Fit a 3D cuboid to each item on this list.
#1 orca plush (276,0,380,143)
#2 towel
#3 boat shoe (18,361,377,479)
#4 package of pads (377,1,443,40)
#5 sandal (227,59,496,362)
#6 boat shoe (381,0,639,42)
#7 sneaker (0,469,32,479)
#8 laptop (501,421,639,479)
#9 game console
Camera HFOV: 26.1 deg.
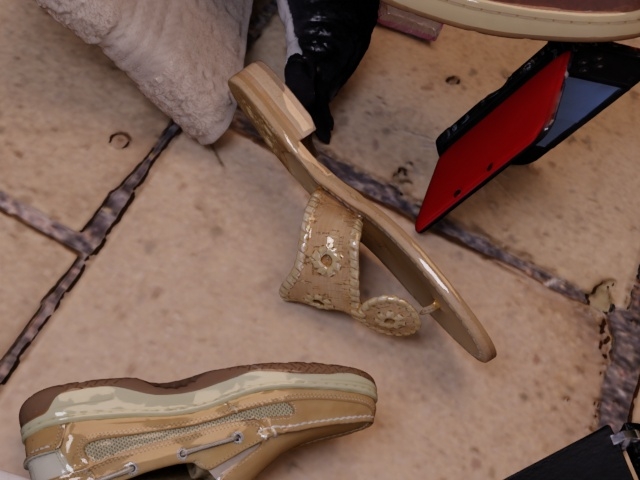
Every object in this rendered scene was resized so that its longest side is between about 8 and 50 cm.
[{"bbox_3d":[0.009,-0.215,0.977,0.151,0.102,0.287,42,35,-29],"label":"orca plush"},{"bbox_3d":[-0.121,-0.212,0.930,0.187,0.049,0.282,40,36,-32],"label":"towel"},{"bbox_3d":[-0.057,0.109,0.712,0.190,0.068,0.072,-5,63,-17],"label":"boat shoe"},{"bbox_3d":[0.074,-0.194,1.078,0.050,0.032,0.083,20,43,-9],"label":"package of pads"},{"bbox_3d":[0.000,0.002,0.839,0.079,0.088,0.240,-36,73,-8],"label":"sandal"},{"bbox_3d":[0.058,-0.223,0.864,0.342,0.123,0.123,22,30,12],"label":"boat shoe"},{"bbox_3d":[-0.089,0.195,0.576,0.292,0.108,0.169,33,34,-8],"label":"sneaker"},{"bbox_3d":[0.175,0.214,0.639,0.264,0.136,0.234,11,36,-18],"label":"laptop"},{"bbox_3d":[0.141,-0.063,0.910,0.124,0.144,0.085,7,61,-32],"label":"game console"}]
